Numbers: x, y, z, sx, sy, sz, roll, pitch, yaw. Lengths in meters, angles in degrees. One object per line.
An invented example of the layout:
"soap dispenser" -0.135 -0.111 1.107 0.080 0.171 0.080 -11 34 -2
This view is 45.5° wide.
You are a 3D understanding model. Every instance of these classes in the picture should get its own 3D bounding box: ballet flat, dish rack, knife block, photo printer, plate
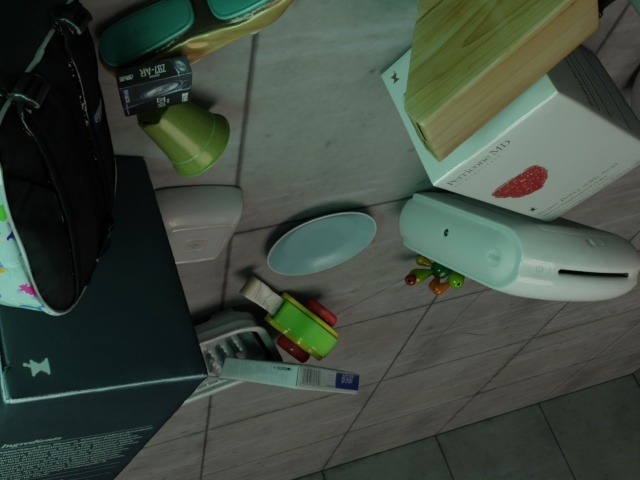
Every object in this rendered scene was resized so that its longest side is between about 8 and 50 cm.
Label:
"ballet flat" -0.099 -0.212 0.713 0.232 0.080 0.073 -19 164 18
"dish rack" -0.250 0.231 1.442 0.333 0.072 0.285 -20 153 -2
"knife block" 0.218 -0.220 0.744 0.242 0.275 0.088 2 161 23
"photo printer" 0.304 0.010 1.161 0.256 0.307 0.107 5 102 -29
"plate" 0.000 0.000 1.237 0.188 0.024 0.188 -17 153 -9

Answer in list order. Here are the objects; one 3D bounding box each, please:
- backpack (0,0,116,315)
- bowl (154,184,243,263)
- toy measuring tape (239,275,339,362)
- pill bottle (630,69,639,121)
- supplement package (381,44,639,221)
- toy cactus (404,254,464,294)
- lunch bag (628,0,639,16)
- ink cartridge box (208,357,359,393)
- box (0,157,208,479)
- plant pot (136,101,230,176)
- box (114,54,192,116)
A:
"backpack" -0.272 -0.063 0.657 0.191 0.225 0.253 2 139 6
"bowl" -0.178 -0.014 1.049 0.142 0.053 0.142 -6 151 -31
"toy measuring tape" -0.040 0.149 1.374 0.121 0.121 0.330 -24 155 7
"pill bottle" 0.620 -0.215 1.126 0.283 0.160 0.160 -9 152 -22
"supplement package" 0.251 -0.156 0.949 0.293 0.175 0.177 10 141 -47
"toy cactus" 0.268 0.032 1.440 0.219 0.112 0.180 -30 171 12
"lunch bag" 0.484 -0.338 0.851 0.279 0.107 0.224 -13 157 -13
"ink cartridge box" -0.075 0.252 1.441 0.224 0.045 0.223 0 168 31
"box" -0.338 0.126 0.926 0.212 0.293 0.395 -1 148 -36
"plant pot" -0.155 -0.125 0.836 0.083 0.083 0.079 -30 141 18
"box" -0.156 -0.144 0.718 0.067 0.018 0.083 -16 175 -13
